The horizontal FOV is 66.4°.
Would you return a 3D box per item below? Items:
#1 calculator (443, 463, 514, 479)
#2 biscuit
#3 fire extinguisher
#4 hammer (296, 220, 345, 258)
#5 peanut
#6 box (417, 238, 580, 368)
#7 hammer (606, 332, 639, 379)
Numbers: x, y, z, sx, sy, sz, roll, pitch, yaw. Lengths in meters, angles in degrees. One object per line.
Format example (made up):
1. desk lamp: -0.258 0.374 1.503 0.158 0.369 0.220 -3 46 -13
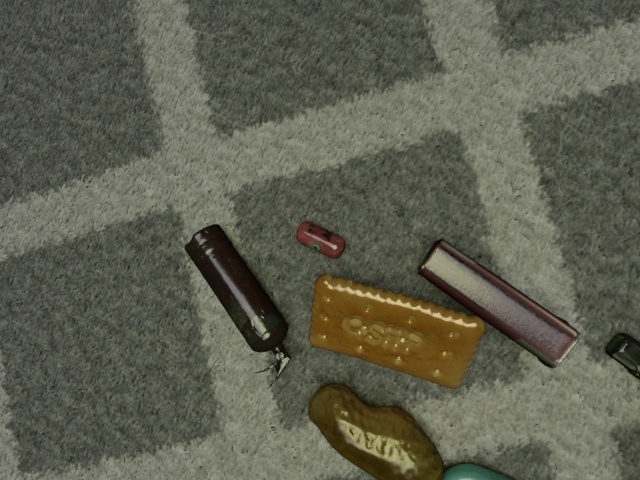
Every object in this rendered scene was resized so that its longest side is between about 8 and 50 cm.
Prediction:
1. calculator: 0.293 0.505 0.717 0.386 0.054 0.256 32 92 11
2. biscuit: 0.104 0.140 0.732 0.249 0.030 0.160 16 131 11
3. fire extinguisher: -0.129 0.105 0.797 0.089 0.072 0.268 -35 82 -3
4. hammer: 0.000 0.000 0.798 0.083 0.043 0.043 26 91 9
5. peanut: 0.084 0.296 0.743 0.225 0.095 0.108 27 76 13
6. box: 0.249 0.084 0.714 0.224 0.120 0.069 36 97 8
7. hammer: 0.570 0.055 0.702 0.111 0.043 0.366 37 92 10
